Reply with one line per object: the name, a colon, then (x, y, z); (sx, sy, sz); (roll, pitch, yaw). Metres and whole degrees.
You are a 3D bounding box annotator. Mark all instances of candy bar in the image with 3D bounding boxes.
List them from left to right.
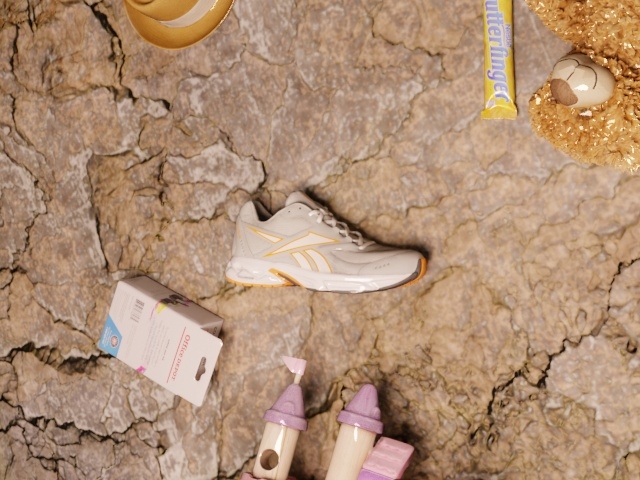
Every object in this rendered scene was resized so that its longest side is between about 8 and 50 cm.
candy bar: (0.197, -0.215, 0.901); (0.040, 0.018, 0.162); (0, 95, 26)

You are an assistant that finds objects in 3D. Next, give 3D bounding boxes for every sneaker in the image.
sneaker: (0.000, 0.000, 0.973); (0.262, 0.099, 0.121); (3, 91, 24)

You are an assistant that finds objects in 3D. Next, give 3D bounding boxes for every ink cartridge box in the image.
ink cartridge box: (-0.203, 0.134, 1.097); (0.181, 0.061, 0.104); (26, 105, 22)

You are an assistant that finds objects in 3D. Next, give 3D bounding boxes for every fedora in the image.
fedora: (-0.197, -0.346, 1.047); (0.194, 0.079, 0.194); (2, 95, 25)

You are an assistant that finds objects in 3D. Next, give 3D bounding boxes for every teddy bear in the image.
teddy bear: (0.317, -0.238, 0.791); (0.338, 0.113, 0.245); (-48, 72, 21)

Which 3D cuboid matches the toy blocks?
toy blocks: (0.032, 0.279, 0.873); (0.288, 0.309, 0.260); (13, 77, 26)
